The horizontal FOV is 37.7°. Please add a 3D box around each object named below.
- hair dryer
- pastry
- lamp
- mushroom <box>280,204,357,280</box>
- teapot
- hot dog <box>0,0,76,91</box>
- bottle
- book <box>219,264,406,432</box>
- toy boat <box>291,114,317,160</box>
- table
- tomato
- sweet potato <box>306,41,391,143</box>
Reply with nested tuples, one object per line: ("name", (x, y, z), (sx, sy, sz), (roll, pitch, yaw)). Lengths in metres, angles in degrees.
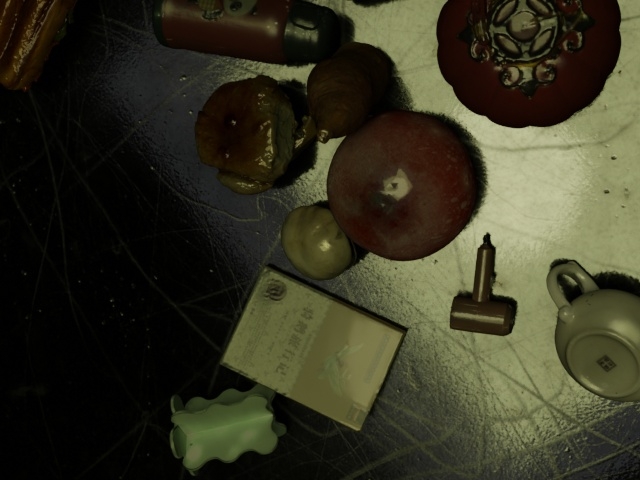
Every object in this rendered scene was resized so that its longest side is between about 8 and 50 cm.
("hair dryer", (0.302, 0.080, 1.718), (0.117, 0.064, 0.182), (6, 93, 15))
("pastry", (-0.137, -0.202, 1.757), (0.218, 0.100, 0.229), (40, 105, 29))
("lamp", (0.341, -0.335, 1.548), (0.303, 0.257, 0.303), (1, 95, 16))
("mushroom", (0.000, 0.000, 1.766), (0.154, 0.122, 0.154), (32, 142, 29))
("teapot", (0.506, 0.162, 1.628), (0.300, 0.166, 0.208), (54, 148, 11))
("hot dog", (-0.566, -0.466, 1.868), (0.158, 0.117, 0.349), (32, 106, 16))
("bottle", (-0.133, -0.406, 1.742), (0.336, 0.144, 0.144), (12, 100, 12))
("book", (-0.018, 0.208, 1.817), (0.310, 0.021, 0.217), (24, 88, 12))
("toy boat", (-0.059, -0.184, 1.791), (0.149, 0.047, 0.049), (-43, 84, 17))
("table", (-0.178, 0.363, 1.846), (0.198, 0.166, 0.167), (-15, 93, 10))
("tomato", (0.139, -0.095, 1.651), (0.270, 0.227, 0.270), (6, 106, 21))
("sweet potato", (0.031, -0.250, 1.610), (0.131, 0.337, 0.131), (7, 116, 14))
